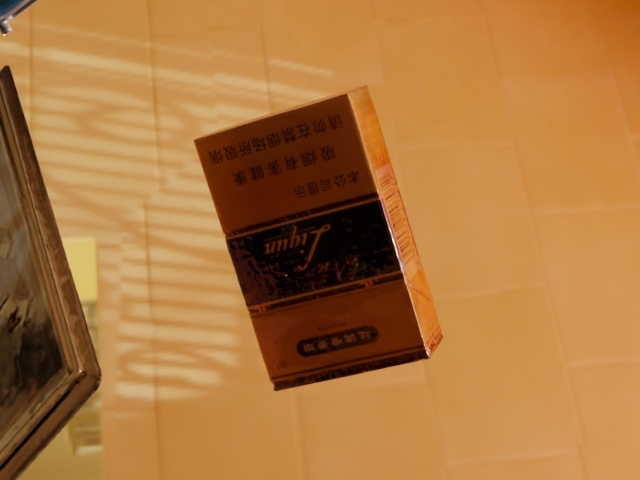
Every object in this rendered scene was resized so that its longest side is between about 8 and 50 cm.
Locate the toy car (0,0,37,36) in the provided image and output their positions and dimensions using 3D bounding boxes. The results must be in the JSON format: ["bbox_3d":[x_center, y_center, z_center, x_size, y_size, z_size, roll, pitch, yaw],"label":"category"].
[{"bbox_3d":[-0.281,-0.288,0.836,0.198,0.314,0.166,-33,2,11],"label":"toy car"}]

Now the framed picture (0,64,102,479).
[{"bbox_3d":[-0.245,0.051,0.806,0.019,0.296,0.232,21,-59,-42],"label":"framed picture"}]

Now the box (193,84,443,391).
[{"bbox_3d":[0.000,0.000,1.071,0.152,0.237,0.070,-14,6,21],"label":"box"}]
